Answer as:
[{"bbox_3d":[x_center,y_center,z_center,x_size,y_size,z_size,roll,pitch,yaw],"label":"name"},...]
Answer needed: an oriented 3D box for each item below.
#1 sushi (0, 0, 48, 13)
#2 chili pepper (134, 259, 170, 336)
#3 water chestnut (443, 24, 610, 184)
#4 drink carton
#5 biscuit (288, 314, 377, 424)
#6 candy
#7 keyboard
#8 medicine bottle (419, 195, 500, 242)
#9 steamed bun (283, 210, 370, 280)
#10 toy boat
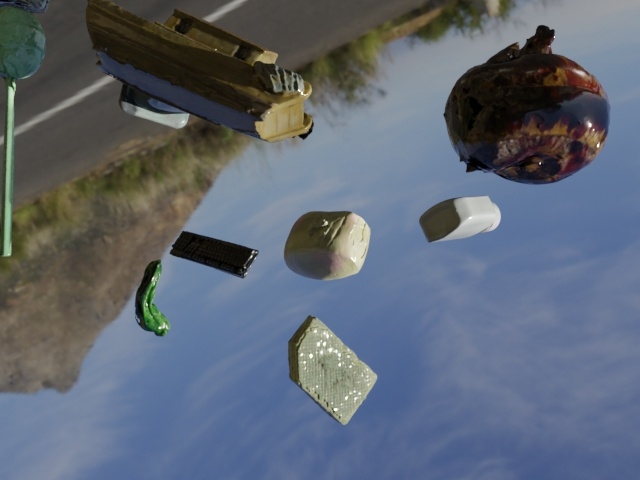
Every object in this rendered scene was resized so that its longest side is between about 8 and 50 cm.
[{"bbox_3d":[-0.564,-0.499,1.795,0.273,0.109,0.134,1,-116,58],"label":"sushi"},{"bbox_3d":[-0.358,0.127,1.931,0.073,0.182,0.050,-17,-142,-27],"label":"chili pepper"},{"bbox_3d":[0.366,-0.246,1.642,0.300,0.300,0.300,-23,-171,4],"label":"water chestnut"},{"bbox_3d":[-0.342,-0.371,2.137,0.185,0.191,0.190,16,176,-30],"label":"drink carton"},{"bbox_3d":[0.018,0.304,2.154,0.150,0.252,0.052,-51,-153,-16],"label":"biscuit"},{"bbox_3d":[-0.544,-0.192,1.604,0.119,0.439,0.119,0,176,0],"label":"candy"},{"bbox_3d":[-0.239,0.025,2.026,0.231,0.023,0.072,15,-115,36],"label":"keyboard"},{"bbox_3d":[0.288,-0.044,1.841,0.183,0.069,0.119,-5,157,-49],"label":"medicine bottle"},{"bbox_3d":[0.000,0.000,2.312,0.239,0.152,0.170,-4,-122,40],"label":"steamed bun"},{"bbox_3d":[-0.208,-0.305,1.526,0.162,0.445,0.136,-60,165,-24],"label":"toy boat"}]
